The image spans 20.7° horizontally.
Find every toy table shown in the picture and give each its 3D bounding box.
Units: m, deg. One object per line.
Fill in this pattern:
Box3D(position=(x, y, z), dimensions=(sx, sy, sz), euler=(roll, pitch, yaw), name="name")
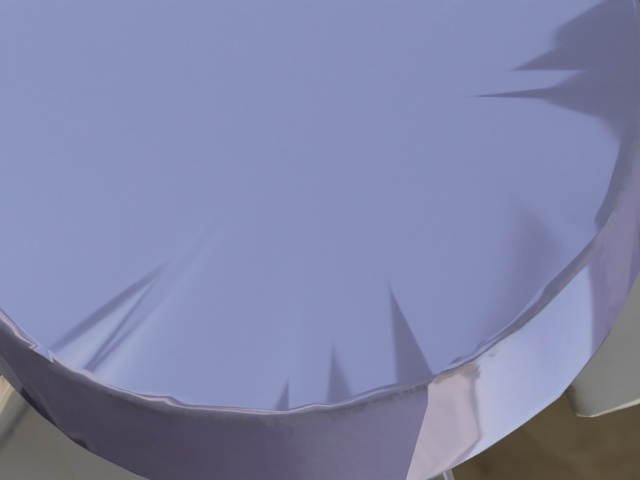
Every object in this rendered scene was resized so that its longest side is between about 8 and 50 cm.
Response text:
Box3D(position=(0.000, 0.000, 0.463), dimensions=(0.252, 0.274, 0.161), euler=(-9, -50, 7), name="toy table")
